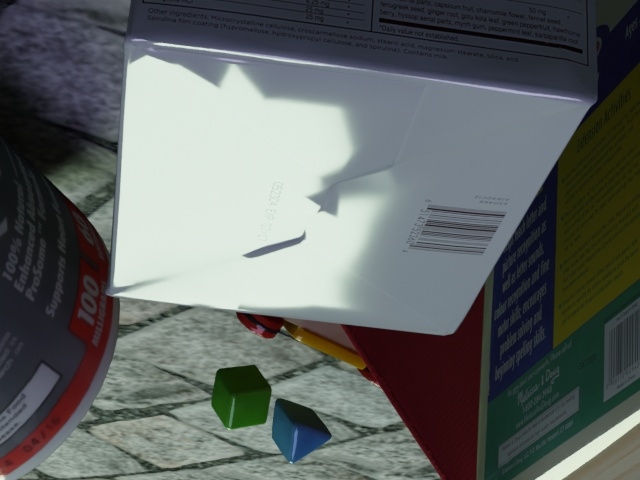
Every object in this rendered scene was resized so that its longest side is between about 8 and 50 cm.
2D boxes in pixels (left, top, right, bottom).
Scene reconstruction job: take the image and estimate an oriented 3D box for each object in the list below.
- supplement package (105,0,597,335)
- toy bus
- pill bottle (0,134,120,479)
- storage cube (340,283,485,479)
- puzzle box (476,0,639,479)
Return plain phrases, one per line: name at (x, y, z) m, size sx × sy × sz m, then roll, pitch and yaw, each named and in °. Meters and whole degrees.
supplement package at (0.005, -0.099, 0.573) m, size 0.149 × 0.203 × 0.194 m, roll 7°, pitch 154°, yaw -7°
toy bus at (0.005, 0.009, 0.903) m, size 0.191 × 0.104 × 0.202 m, roll -19°, pitch 125°, yaw -19°
pill bottle at (-0.271, -0.012, 0.780) m, size 0.210 × 0.210 × 0.363 m, roll -6°, pitch 152°, yaw 20°
storage cube at (0.143, 0.046, 0.785) m, size 0.215 × 0.193 × 0.183 m, roll -42°, pitch 140°, yaw 8°
puzzle box at (0.153, -0.079, 0.518) m, size 0.052 × 0.272 × 0.409 m, roll 12°, pitch 154°, yaw -12°
